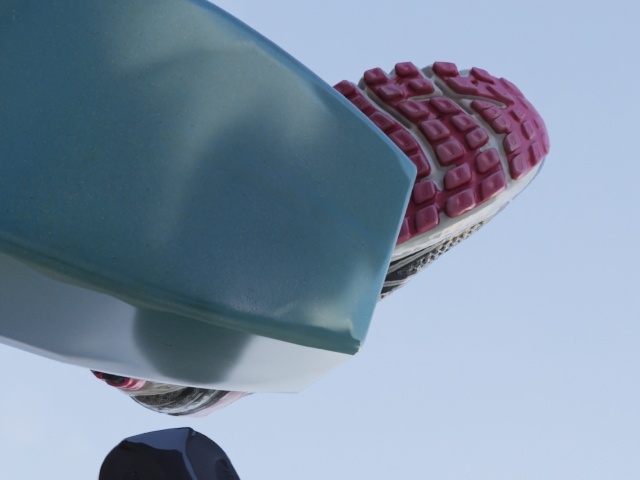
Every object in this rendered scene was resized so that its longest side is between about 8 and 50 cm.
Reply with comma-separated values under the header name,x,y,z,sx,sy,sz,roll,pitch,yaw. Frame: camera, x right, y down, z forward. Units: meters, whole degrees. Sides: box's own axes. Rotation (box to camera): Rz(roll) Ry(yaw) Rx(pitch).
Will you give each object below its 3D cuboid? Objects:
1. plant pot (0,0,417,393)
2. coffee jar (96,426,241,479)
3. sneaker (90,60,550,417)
name,x,y,z,sx,sy,sz,roll,pitch,yaw
plant pot,-0.085,-0.023,0.946,0.234,0.166,0.165,22,-22,-12
coffee jar,-0.087,0.191,1.050,0.184,0.079,0.096,102,-30,-42
sneaker,0.000,0.000,1.133,0.299,0.121,0.112,-30,-33,10
